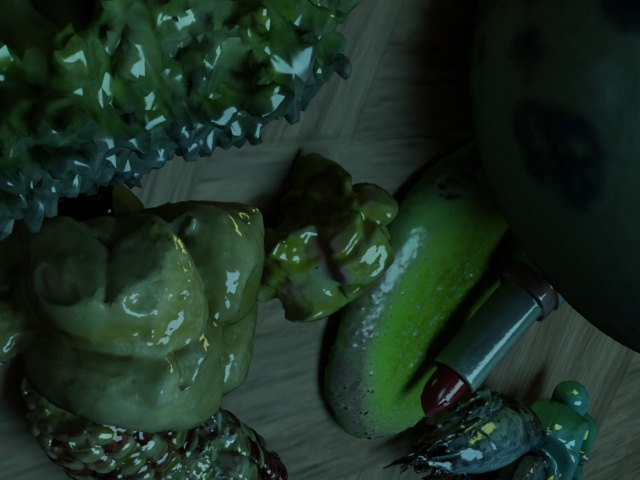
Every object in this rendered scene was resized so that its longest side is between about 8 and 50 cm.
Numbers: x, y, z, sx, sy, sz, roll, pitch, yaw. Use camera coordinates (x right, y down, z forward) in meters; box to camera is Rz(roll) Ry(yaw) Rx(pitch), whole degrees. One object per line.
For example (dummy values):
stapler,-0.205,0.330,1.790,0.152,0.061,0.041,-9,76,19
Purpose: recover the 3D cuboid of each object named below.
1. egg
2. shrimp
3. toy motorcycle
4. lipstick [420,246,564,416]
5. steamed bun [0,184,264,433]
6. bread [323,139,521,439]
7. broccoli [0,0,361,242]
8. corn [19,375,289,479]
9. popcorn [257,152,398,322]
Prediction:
egg,0.294,-0.082,1.218,0.428,0.345,0.345,32,88,-32
shrimp,0.131,0.183,1.525,0.233,0.079,0.090,-10,121,-50
toy motorcycle,0.223,0.245,1.714,0.198,0.109,0.296,-63,164,-20
lipstick,0.142,0.074,1.365,0.186,0.057,0.063,-46,156,-16
steamed bun,-0.109,0.012,0.843,0.192,0.177,0.106,-2,115,-64
bread,0.105,0.046,1.377,0.301,0.045,0.301,-40,148,-32
broccoli,-0.100,-0.202,0.662,0.353,0.275,0.397,-22,116,-74
corn,-0.101,0.137,1.063,0.098,0.098,0.290,-55,152,-9
popcorn,0.000,0.002,1.119,0.109,0.089,0.097,-61,-171,21
